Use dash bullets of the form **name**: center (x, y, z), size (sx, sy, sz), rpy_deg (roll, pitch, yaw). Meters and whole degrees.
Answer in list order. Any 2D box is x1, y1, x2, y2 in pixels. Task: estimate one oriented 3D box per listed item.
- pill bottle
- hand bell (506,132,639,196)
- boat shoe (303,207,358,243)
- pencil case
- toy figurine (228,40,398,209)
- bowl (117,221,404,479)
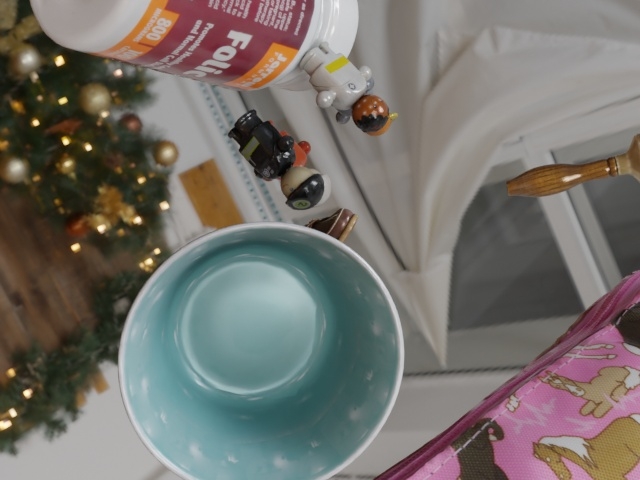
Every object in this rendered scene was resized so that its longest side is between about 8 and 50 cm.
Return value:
- **pill bottle**: center (-0.140, -0.310, 1.126), size (0.224, 0.224, 0.392), rpy_deg (-17, 168, 37)
- **hand bell**: center (0.352, -0.091, 1.116), size (0.242, 0.126, 0.126), rpy_deg (-10, -165, 16)
- **boat shoe**: center (0.000, 0.000, 1.501), size (0.073, 0.073, 0.207), rpy_deg (-54, 180, -33)
- **pencil case**: center (0.146, 0.147, 0.516), size (0.386, 0.167, 0.160), rpy_deg (-25, -142, -38)
- **toy figurine**: center (0.000, -0.148, 1.229), size (0.209, 0.148, 0.213), rpy_deg (-43, 177, 4)
- **bowl**: center (-0.073, 0.116, 1.041), size (0.311, 0.311, 0.163), rpy_deg (-26, -164, -4)
